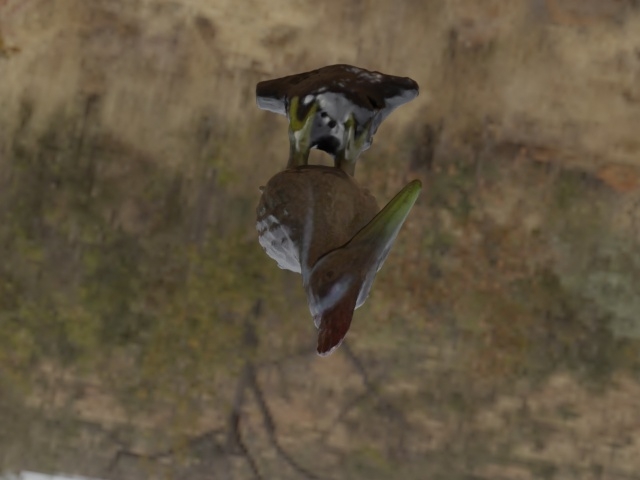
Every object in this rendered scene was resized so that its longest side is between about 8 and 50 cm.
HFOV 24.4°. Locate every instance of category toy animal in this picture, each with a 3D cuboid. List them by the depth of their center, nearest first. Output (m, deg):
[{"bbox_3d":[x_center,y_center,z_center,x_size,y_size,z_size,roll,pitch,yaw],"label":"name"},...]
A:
[{"bbox_3d":[0.003,-0.011,0.645,0.070,0.105,0.202,14,-154,-13],"label":"toy animal"}]
